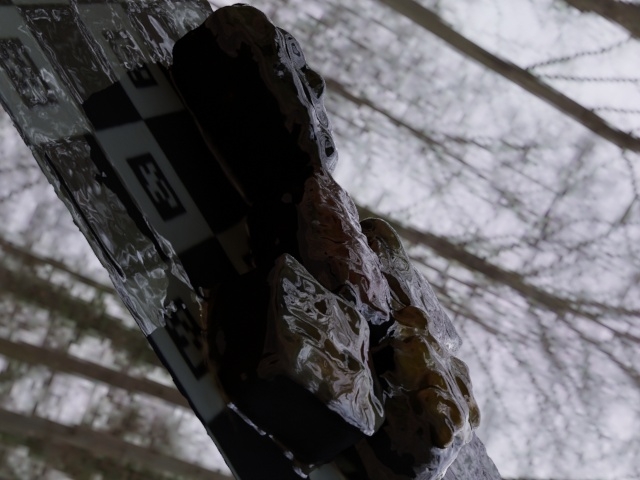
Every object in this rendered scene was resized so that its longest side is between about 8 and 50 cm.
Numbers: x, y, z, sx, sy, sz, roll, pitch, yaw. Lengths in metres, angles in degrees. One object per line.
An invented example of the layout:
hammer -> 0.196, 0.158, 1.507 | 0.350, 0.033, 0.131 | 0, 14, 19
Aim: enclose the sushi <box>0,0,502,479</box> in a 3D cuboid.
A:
sushi -> 0.000, 0.000, 0.733 | 0.064, 0.359, 0.343 | -32, -179, 16
